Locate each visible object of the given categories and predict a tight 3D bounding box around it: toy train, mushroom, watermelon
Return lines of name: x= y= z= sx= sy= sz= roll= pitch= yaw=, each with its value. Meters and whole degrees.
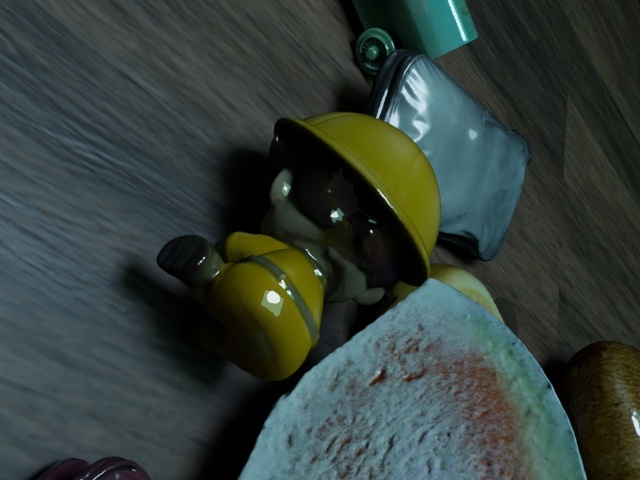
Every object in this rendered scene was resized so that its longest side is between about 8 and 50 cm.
toy train: x=0.090 y=-0.306 z=0.674 sx=0.101 sy=0.159 sz=0.248 roll=-37 pitch=108 yaw=-40
mushroom: x=0.464 y=0.327 z=0.865 sx=0.345 sy=0.239 sz=0.345 roll=14 pitch=58 yaw=-23
watermelon: x=0.049 y=0.161 z=0.404 sx=0.214 sy=0.320 sz=0.289 roll=13 pitch=78 yaw=-13

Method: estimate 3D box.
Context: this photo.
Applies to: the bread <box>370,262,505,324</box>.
bread: x=0.125 y=0.133 z=0.619 sx=0.213 sy=0.105 sz=0.213 roll=11 pitch=74 yaw=-44

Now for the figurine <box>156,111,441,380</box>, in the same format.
figurine: x=0.004 y=0.000 z=0.485 sx=0.256 sy=0.167 sz=0.192 roll=-56 pitch=130 yaw=-38

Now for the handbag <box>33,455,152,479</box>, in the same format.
handbag: x=-0.141 y=0.260 z=0.322 sx=0.203 sy=0.074 sz=0.216 roll=-47 pitch=115 yaw=-44

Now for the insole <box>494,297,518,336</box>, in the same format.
insole: x=0.228 y=0.211 z=0.780 sx=0.111 sy=0.007 sz=0.327 roll=49 pitch=48 yaw=-27

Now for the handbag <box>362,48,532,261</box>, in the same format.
handbag: x=0.168 y=-0.089 z=0.720 sx=0.332 sy=0.075 sz=0.191 roll=18 pitch=87 yaw=-44
